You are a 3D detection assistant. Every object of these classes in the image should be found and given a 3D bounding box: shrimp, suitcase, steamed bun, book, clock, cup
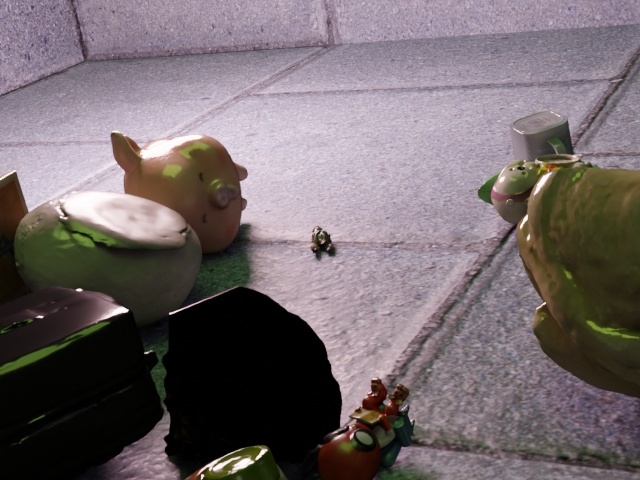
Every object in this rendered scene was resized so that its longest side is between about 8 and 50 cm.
[{"bbox_3d":[0.003,0.001,1.747,0.038,0.029,0.092,0,27,3],"label":"shrimp"},{"bbox_3d":[-0.359,0.170,1.171,0.339,0.188,0.345,-25,12,-26],"label":"suitcase"},{"bbox_3d":[0.394,0.058,1.111,0.372,0.230,0.325,14,-13,-16],"label":"steamed bun"},{"bbox_3d":[-0.460,0.037,1.552,0.018,0.241,0.170,-5,21,19],"label":"book"},{"bbox_3d":[0.365,-0.076,1.679,0.231,0.103,0.144,0,15,21],"label":"clock"},{"bbox_3d":[0.389,-0.141,1.807,0.095,0.129,0.128,-20,25,-8],"label":"cup"}]

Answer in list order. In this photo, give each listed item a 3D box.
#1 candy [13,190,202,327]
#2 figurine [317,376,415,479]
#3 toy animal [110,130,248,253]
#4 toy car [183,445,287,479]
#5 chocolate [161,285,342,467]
[{"bbox_3d":[-0.319,0.031,1.572,0.296,0.185,0.295,15,15,-4],"label":"candy"},{"bbox_3d":[0.044,0.215,1.111,0.068,0.075,0.140,9,38,37],"label":"figurine"},{"bbox_3d":[-0.250,-0.092,1.860,0.269,0.237,0.326,-14,15,-38],"label":"toy animal"},{"bbox_3d":[-0.137,0.286,0.945,0.235,0.145,0.235,-20,8,3],"label":"toy car"},{"bbox_3d":[-0.104,0.192,1.195,0.224,0.206,0.177,-22,-22,-53],"label":"chocolate"}]
